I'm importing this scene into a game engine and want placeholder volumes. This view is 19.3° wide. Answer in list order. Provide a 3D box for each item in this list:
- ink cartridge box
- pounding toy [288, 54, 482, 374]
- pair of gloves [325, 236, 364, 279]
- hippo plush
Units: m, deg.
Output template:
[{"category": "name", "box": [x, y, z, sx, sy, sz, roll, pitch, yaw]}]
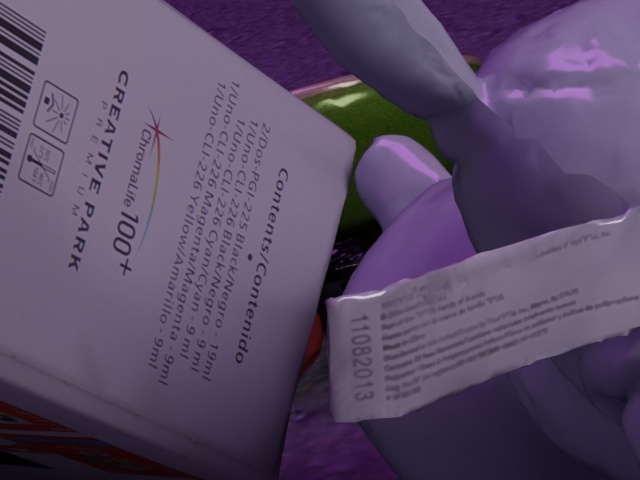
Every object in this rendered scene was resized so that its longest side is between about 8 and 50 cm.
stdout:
[{"category": "ink cartridge box", "box": [-0.158, 0.003, 0.651, 0.309, 0.272, 0.130, -1, 68, 37]}, {"category": "pounding toy", "box": [0.000, 0.000, 0.841, 0.183, 0.110, 0.237, -17, -3, 5]}, {"category": "pair of gloves", "box": [0.011, 0.001, 0.945, 0.074, 0.010, 0.083, -21, 21, -20]}, {"category": "hippo plush", "box": [0.101, 0.043, 0.514, 0.294, 0.234, 0.236, -7, -17, -22]}]
